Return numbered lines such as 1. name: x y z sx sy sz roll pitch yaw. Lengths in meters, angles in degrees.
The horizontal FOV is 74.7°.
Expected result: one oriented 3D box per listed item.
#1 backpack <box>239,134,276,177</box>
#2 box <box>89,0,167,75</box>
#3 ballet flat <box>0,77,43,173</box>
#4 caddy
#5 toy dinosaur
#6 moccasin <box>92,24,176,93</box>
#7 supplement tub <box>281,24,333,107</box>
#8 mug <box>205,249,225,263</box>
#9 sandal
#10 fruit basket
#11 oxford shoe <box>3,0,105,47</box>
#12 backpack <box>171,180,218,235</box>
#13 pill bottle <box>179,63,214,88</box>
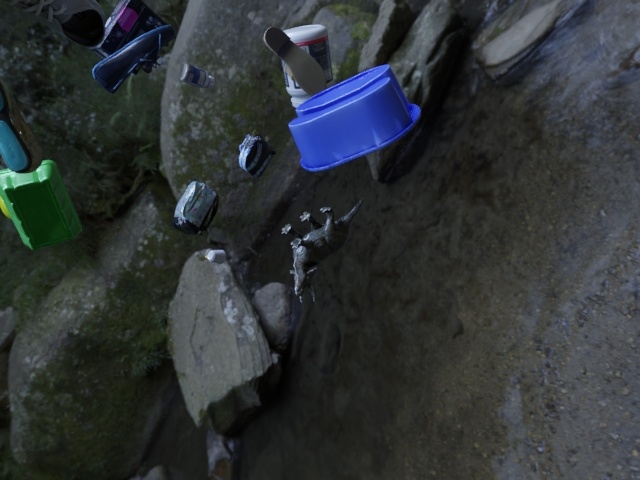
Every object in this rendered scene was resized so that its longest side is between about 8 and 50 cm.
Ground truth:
1. backpack: -0.317 -0.394 1.988 0.116 0.158 0.173 19 79 32
2. box: -0.750 -0.798 1.645 0.142 0.163 0.247 23 82 43
3. ballet flat: -0.955 -0.373 1.269 0.123 0.123 0.349 21 132 65
4. caddy: 0.084 -0.299 1.091 0.341 0.179 0.241 -18 33 21
5. toy dinosaur: 0.000 0.000 1.139 0.313 0.160 0.121 -48 42 -11
6. moccasin: -0.678 -0.676 1.574 0.342 0.117 0.138 -36 24 -4
7. supplement tub: -0.051 -0.675 1.632 0.191 0.191 0.272 -115 13 -56
8. mug: -0.459 0.074 1.815 0.078 0.064 0.062 -40 64 24
9. sandal: -0.075 -0.532 1.262 0.088 0.240 0.079 -46 21 2
10. fruit basket: -1.277 -0.163 1.878 0.392 0.282 0.392 43 144 42
11. oxford shoe: -0.751 -0.657 1.105 0.169 0.449 0.130 -33 76 15
12. backpack: -0.442 -0.115 1.479 0.152 0.115 0.182 8 68 49
13. pill bottle: -0.480 -0.636 1.637 0.067 0.120 0.067 -12 74 47
